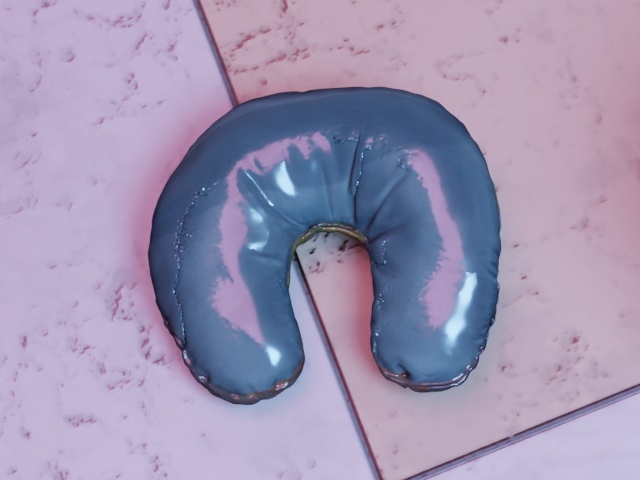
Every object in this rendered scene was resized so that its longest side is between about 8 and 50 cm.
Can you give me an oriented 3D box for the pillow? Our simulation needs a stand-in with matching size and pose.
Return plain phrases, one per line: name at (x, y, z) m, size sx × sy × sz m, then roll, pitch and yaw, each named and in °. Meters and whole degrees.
pillow at (0.000, 0.000, 1.254) m, size 0.233 × 0.086 × 0.214 m, roll -6°, pitch 67°, yaw 13°
